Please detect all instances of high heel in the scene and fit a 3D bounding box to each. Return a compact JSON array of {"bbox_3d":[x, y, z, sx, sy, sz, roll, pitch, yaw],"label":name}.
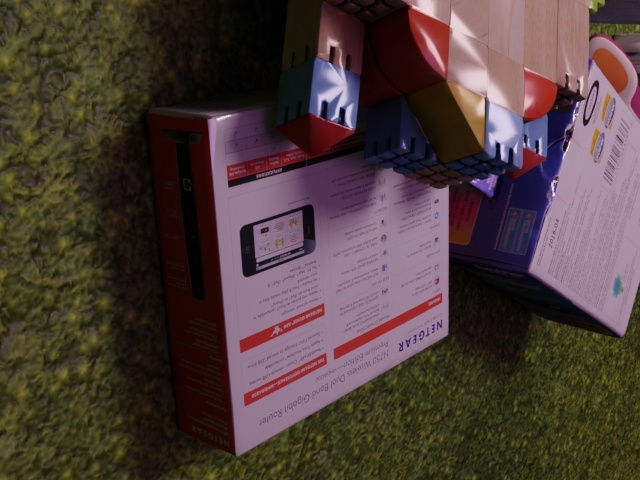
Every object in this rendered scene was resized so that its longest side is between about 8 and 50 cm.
[{"bbox_3d":[0.457,-0.233,1.352,0.244,0.082,0.117,50,33,-29],"label":"high heel"}]

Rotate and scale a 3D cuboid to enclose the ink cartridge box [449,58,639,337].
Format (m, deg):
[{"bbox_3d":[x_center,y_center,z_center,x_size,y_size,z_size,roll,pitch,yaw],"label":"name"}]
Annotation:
[{"bbox_3d":[0.297,-0.060,1.133,0.395,0.151,0.270,29,77,-50],"label":"ink cartridge box"}]

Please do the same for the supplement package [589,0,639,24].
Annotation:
[{"bbox_3d":[0.314,-0.374,1.013,0.263,0.198,0.199,0,99,-57],"label":"supplement package"}]

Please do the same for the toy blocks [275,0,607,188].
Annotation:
[{"bbox_3d":[0.112,-0.169,0.783,0.381,0.191,0.260,16,72,-36],"label":"toy blocks"}]

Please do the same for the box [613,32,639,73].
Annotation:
[{"bbox_3d":[0.582,-0.312,1.466,0.324,0.067,0.063,-13,109,-46],"label":"box"}]

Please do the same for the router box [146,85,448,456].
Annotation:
[{"bbox_3d":[0.000,0.000,0.856,0.335,0.082,0.301,-20,114,-45],"label":"router box"}]
